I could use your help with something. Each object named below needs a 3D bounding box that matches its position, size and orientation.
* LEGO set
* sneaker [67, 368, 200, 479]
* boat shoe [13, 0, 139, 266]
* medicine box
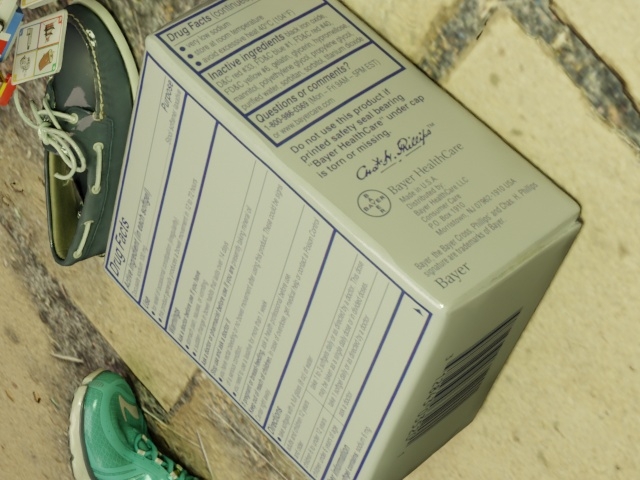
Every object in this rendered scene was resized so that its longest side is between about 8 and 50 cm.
[{"bbox_3d":[-0.248,-0.201,1.390,0.244,0.060,0.182,-8,73,52],"label":"LEGO set"},{"bbox_3d":[-0.161,0.243,1.670,0.110,0.107,0.275,-8,117,32],"label":"sneaker"},{"bbox_3d":[-0.209,-0.088,1.448,0.095,0.079,0.254,40,142,34],"label":"boat shoe"},{"bbox_3d":[0.000,0.000,1.204,0.289,0.149,0.263,43,144,19],"label":"medicine box"}]
